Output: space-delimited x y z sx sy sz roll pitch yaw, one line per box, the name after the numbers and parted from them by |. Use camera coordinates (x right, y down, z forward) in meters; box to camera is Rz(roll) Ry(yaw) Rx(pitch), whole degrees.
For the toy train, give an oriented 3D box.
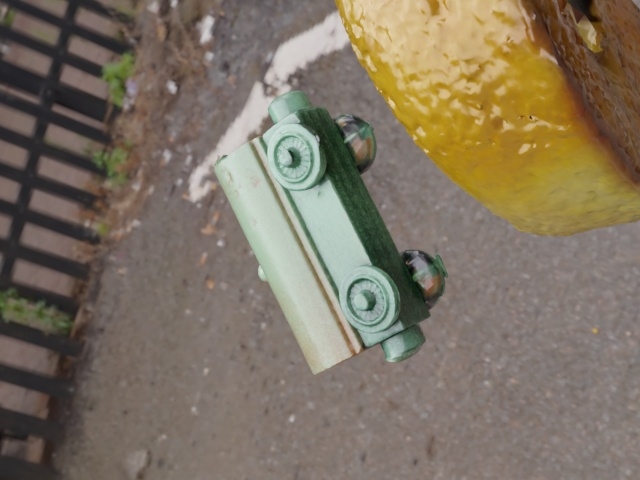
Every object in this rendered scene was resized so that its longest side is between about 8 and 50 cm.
0.000 0.000 1.068 0.177 0.116 0.285 -31 83 37 | toy train

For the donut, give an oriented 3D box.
0.181 -0.168 0.955 0.163 0.378 0.435 -26 4 29 | donut
